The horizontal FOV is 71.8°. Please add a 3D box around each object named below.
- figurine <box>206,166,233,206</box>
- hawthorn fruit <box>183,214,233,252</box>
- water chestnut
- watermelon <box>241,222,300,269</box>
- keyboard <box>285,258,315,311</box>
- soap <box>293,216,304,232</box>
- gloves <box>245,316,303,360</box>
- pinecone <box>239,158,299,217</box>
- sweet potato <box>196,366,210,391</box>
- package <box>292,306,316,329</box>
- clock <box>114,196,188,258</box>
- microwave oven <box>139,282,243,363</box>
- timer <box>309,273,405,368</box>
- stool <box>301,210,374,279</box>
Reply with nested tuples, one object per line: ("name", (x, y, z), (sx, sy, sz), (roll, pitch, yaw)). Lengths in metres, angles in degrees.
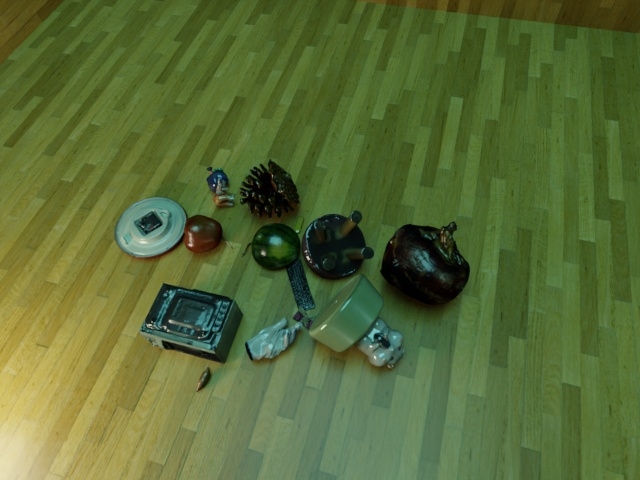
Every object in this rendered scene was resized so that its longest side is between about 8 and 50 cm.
("figurine", (-0.462, -0.247, 2.024), (0.102, 0.111, 0.194), (-5, 56, -24))
("hawthorn fruit", (-0.474, -0.025, 1.876), (0.204, 0.162, 0.162), (1, 58, -13))
("water chestnut", (0.413, 0.064, 1.657), (0.335, 0.346, 0.335), (26, 30, -16))
("watermelon", (-0.200, 0.008, 1.846), (0.232, 0.127, 0.204), (21, 66, 22))
("keyboard", (-0.085, 0.177, 1.796), (0.072, 0.023, 0.231), (-17, 59, -4))
("soap", (-0.096, -0.069, 1.951), (0.034, 0.012, 0.089), (11, 60, 10))
("gloves", (-0.169, 0.366, 1.646), (0.229, 0.097, 0.119), (-27, 66, -7))
("pinecone", (-0.229, -0.216, 1.920), (0.264, 0.264, 0.264), (-1, 59, 2))
("sweet potato", (-0.425, 0.507, 1.612), (0.034, 0.034, 0.095), (21, 73, 15))
("package", (-0.063, 0.299, 1.715), (0.083, 0.029, 0.059), (31, 89, 22))
("clock", (-0.744, -0.063, 1.946), (0.319, 0.080, 0.318), (-2, 59, 3))
("microwave oven", (-0.476, 0.304, 1.650), (0.295, 0.181, 0.237), (12, 61, 10))
("timer", (0.165, 0.324, 1.585), (0.315, 0.291, 0.290), (42, 67, -1))
("stool", (0.070, 0.013, 1.747), (0.272, 0.178, 0.271), (2, 80, -11))
